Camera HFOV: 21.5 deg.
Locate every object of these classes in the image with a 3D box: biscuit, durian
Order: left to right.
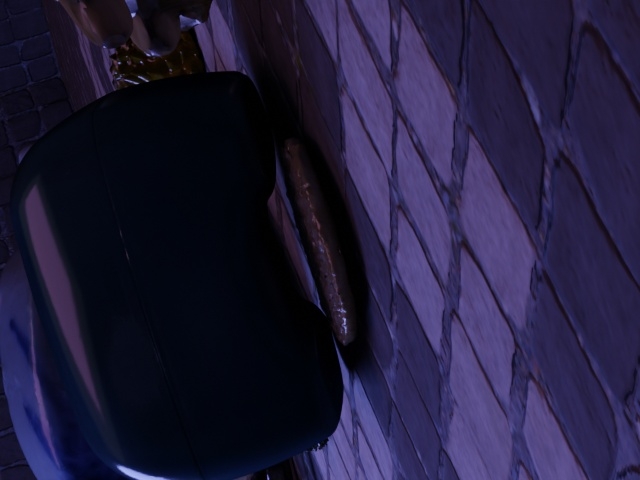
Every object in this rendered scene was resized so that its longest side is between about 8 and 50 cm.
[{"bbox_3d":[-0.156,-0.167,1.558,0.224,0.078,0.140,81,167,-51],"label":"durian"},{"bbox_3d":[0.000,0.000,1.150,0.152,0.020,0.152,163,90,-84],"label":"biscuit"}]

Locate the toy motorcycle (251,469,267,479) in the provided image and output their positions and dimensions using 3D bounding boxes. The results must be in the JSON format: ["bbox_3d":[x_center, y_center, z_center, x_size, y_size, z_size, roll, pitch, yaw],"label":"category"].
[{"bbox_3d":[-0.115,0.218,2.024,0.298,0.089,0.171,-122,16,-58],"label":"toy motorcycle"}]

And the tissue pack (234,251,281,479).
[{"bbox_3d":[-0.110,0.086,1.489,0.256,0.123,0.215,114,145,-50],"label":"tissue pack"}]

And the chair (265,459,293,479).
[{"bbox_3d":[-0.119,0.386,1.840,0.203,0.241,0.416,-101,-2,-62],"label":"chair"}]

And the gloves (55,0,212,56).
[{"bbox_3d":[-0.153,-0.267,0.978,0.155,0.203,0.356,76,180,-72],"label":"gloves"}]

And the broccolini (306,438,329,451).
[{"bbox_3d":[-0.049,0.094,1.563,0.054,0.051,0.239,14,-135,-46],"label":"broccolini"}]

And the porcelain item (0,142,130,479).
[{"bbox_3d":[-0.207,0.102,1.723,0.178,0.243,0.405,157,111,-78],"label":"porcelain item"}]

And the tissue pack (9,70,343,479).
[{"bbox_3d":[-0.112,0.032,1.225,0.198,0.206,0.287,-86,-22,-77],"label":"tissue pack"}]
